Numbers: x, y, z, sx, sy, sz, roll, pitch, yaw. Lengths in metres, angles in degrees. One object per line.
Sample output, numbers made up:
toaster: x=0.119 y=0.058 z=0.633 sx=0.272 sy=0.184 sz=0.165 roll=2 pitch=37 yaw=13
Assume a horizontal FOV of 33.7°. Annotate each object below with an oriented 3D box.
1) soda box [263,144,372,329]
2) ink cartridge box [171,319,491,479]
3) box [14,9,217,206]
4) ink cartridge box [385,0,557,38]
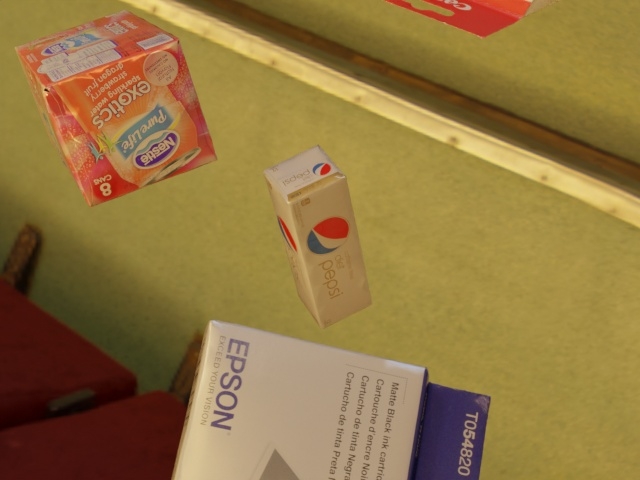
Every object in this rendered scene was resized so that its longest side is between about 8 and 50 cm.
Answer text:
soda box: x=0.000 y=0.000 z=1.210 sx=0.074 sy=0.216 sz=0.069 roll=-26 pitch=46 yaw=-12
ink cartridge box: x=0.006 y=0.185 z=0.732 sx=0.045 sy=0.224 sz=0.223 roll=122 pitch=159 yaw=-69
box: x=-0.244 y=-0.162 z=1.214 sx=0.300 sy=0.154 sz=0.142 roll=38 pitch=148 yaw=62
ink cartridge box: x=0.164 y=-0.296 z=1.145 sx=0.181 sy=0.225 sz=0.056 roll=27 pitch=127 yaw=29
